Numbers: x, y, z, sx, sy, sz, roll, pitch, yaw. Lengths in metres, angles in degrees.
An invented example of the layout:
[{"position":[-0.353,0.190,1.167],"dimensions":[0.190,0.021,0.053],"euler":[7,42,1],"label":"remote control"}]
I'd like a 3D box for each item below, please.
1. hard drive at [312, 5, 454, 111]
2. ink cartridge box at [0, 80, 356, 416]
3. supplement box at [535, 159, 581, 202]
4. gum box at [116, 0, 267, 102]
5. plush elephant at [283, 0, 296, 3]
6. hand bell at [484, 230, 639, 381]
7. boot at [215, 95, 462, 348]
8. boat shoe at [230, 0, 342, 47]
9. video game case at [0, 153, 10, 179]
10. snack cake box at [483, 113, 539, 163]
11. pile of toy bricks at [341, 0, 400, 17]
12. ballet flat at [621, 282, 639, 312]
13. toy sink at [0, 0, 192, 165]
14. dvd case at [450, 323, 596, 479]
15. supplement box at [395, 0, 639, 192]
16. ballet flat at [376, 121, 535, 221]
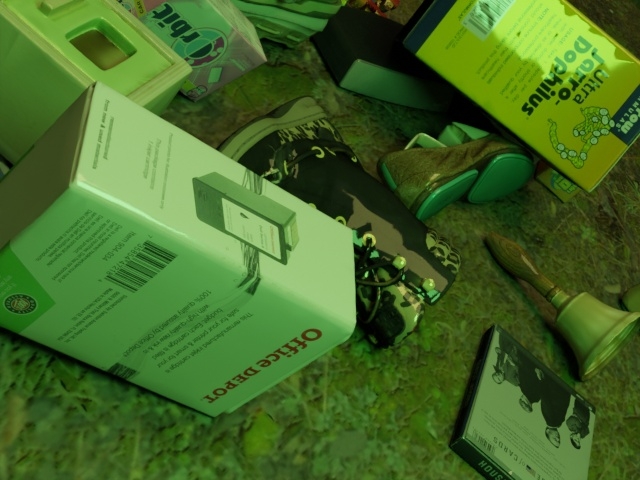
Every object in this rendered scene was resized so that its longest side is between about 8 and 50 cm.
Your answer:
[{"position":[0.101,-0.294,1.616],"dimensions":[0.254,0.054,0.172],"euler":[5,49,-44],"label":"hard drive"},{"position":[-0.133,0.022,0.849],"dimensions":[0.272,0.198,0.115],"euler":[30,42,-31],"label":"ink cartridge box"},{"position":[0.450,-0.159,1.819],"dimensions":[0.080,0.078,0.233],"euler":[44,33,-5],"label":"supplement box"},{"position":[-0.153,-0.244,1.183],"dimensions":[0.188,0.107,0.062],"euler":[37,29,-58],"label":"gum box"},{"position":[-0.004,-0.434,1.329],"dimensions":[0.330,0.272,0.255],"euler":[-28,110,-24],"label":"plush elephant"},{"position":[0.324,0.069,1.426],"dimensions":[0.242,0.126,0.126],"euler":[45,31,24],"label":"hand bell"},{"position":[0.000,0.000,1.115],"dimensions":[0.284,0.138,0.377],"euler":[44,28,0],"label":"boot"},{"position":[-0.103,-0.324,1.386],"dimensions":[0.302,0.103,0.113],"euler":[4,47,-45],"label":"boat shoe"},{"position":[-0.428,-0.088,0.840],"dimensions":[0.329,0.036,0.300],"euler":[-9,60,-52],"label":"video game case"},{"position":[0.305,-0.270,1.726],"dimensions":[0.264,0.089,0.152],"euler":[44,25,-16],"label":"snack cake box"},{"position":[0.029,-0.411,1.645],"dimensions":[0.212,0.118,0.105],"euler":[38,64,-24],"label":"pile of toy bricks"},{"position":[0.568,0.161,1.588],"dimensions":[0.232,0.073,0.080],"euler":[52,34,13],"label":"ballet flat"},{"position":[-0.265,-0.179,0.957],"dimensions":[0.234,0.131,0.153],"euler":[41,32,-3],"label":"toy sink"},{"position":[0.252,0.224,1.220],"dimensions":[0.179,0.029,0.239],"euler":[41,34,-5],"label":"dvd case"},{"position":[0.312,-0.265,1.524],"dimensions":[0.356,0.195,0.194],"euler":[37,11,-6],"label":"supplement box"},{"position":[0.194,-0.112,1.475],"dimensions":[0.124,0.116,0.342],"euler":[48,38,20],"label":"ballet flat"}]
